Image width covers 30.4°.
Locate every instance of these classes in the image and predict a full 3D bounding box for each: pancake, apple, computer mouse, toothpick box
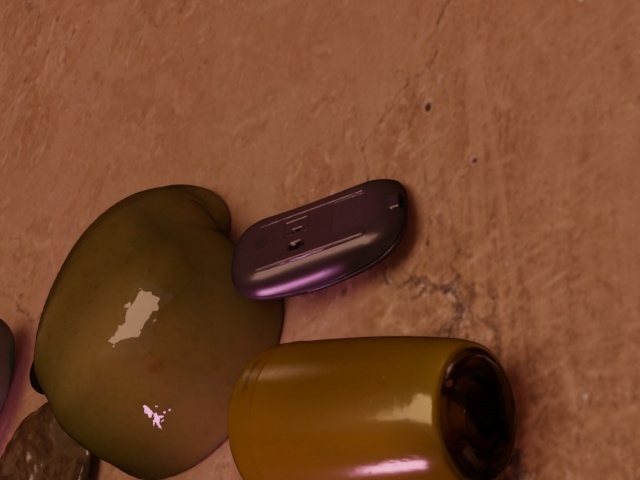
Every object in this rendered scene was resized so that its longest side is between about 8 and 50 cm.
[{"bbox_3d":[-0.397,0.335,1.668,0.222,0.042,0.236,33,95,53],"label":"pancake"},{"bbox_3d":[-0.219,0.123,1.539,0.360,0.311,0.320,-53,-1,13],"label":"apple"},{"bbox_3d":[0.000,0.001,1.363,0.232,0.057,0.120,-20,44,23],"label":"computer mouse"},{"bbox_3d":[0.056,0.178,1.164,0.271,0.175,0.175,-11,66,40],"label":"toothpick box"}]

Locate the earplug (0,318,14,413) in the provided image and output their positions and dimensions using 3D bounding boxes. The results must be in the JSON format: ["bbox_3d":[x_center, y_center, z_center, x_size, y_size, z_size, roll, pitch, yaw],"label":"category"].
[{"bbox_3d":[-0.572,0.260,1.794,0.185,0.185,0.324,19,83,49],"label":"earplug"}]

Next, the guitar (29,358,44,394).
[{"bbox_3d":[-0.360,0.097,1.734,0.084,0.038,0.271,14,84,47],"label":"guitar"}]
